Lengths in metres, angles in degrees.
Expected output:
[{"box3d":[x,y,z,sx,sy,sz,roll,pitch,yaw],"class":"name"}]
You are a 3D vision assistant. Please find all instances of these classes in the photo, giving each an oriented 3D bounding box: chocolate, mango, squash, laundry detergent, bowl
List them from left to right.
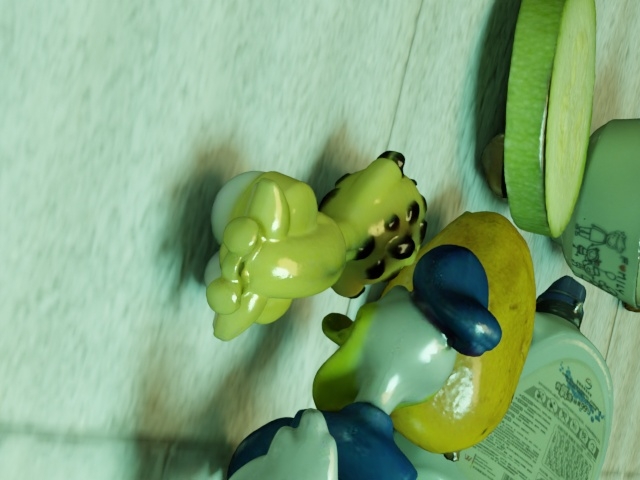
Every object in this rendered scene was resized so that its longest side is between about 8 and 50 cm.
[{"box3d":[0.115,0.067,1.166,0.147,0.109,0.227,37,57,-25],"class":"mango"},{"box3d":[0.168,-0.069,1.305,0.101,0.031,0.064,-9,103,-70],"class":"chocolate"},{"box3d":[0.175,0.141,1.283,0.215,0.105,0.280,37,59,-20],"class":"laundry detergent"},{"box3d":[0.217,-0.124,1.323,0.252,0.049,0.252,7,90,-72],"class":"squash"},{"box3d":[0.314,-0.039,1.499,0.211,0.112,0.211,13,90,-71],"class":"bowl"}]

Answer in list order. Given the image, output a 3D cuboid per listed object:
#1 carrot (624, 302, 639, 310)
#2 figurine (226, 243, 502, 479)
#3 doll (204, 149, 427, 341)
[{"box3d":[0.492,-0.032,1.834,0.196,0.196,0.254,7,83,-63],"class":"carrot"},{"box3d":[0.031,0.159,0.927,0.338,0.204,0.283,-58,165,-15],"class":"figurine"},{"box3d":[-0.001,0.000,0.953,0.291,0.086,0.117,-16,122,-63],"class":"doll"}]
